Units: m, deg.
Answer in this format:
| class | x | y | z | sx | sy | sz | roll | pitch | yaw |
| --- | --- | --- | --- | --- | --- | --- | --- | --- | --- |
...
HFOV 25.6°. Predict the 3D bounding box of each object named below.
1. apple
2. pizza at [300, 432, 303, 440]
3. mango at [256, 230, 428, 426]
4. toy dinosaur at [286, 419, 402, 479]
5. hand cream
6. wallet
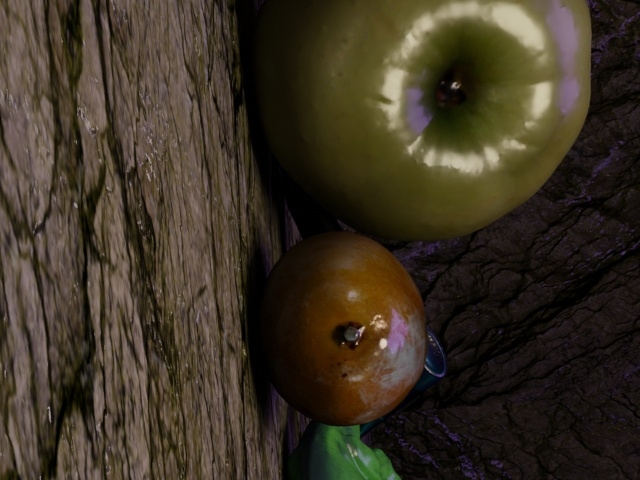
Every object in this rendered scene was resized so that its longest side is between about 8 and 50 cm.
| class | x | y | z | sx | sy | sz | roll | pitch | yaw |
| --- | --- | --- | --- | --- | --- | --- | --- | --- | --- |
| apple | 0.122 | -0.230 | 1.843 | 0.473 | 0.474 | 0.473 | -5 | 90 | -86 |
| pizza | -0.008 | 0.337 | 2.042 | 0.160 | 0.036 | 0.099 | -87 | 171 | -68 |
| mango | 0.019 | 0.101 | 1.660 | 0.384 | 0.199 | 0.221 | -179 | -104 | -81 |
| toy dinosaur | -0.017 | 0.254 | 1.772 | 0.374 | 0.144 | 0.500 | 24 | 49 | -71 |
| hand cream | 0.066 | 0.207 | 1.979 | 0.061 | 0.270 | 0.120 | -13 | 72 | -47 |
| wallet | 0.000 | 0.000 | 2.037 | 0.172 | 0.045 | 0.318 | 88 | -18 | -52 |
